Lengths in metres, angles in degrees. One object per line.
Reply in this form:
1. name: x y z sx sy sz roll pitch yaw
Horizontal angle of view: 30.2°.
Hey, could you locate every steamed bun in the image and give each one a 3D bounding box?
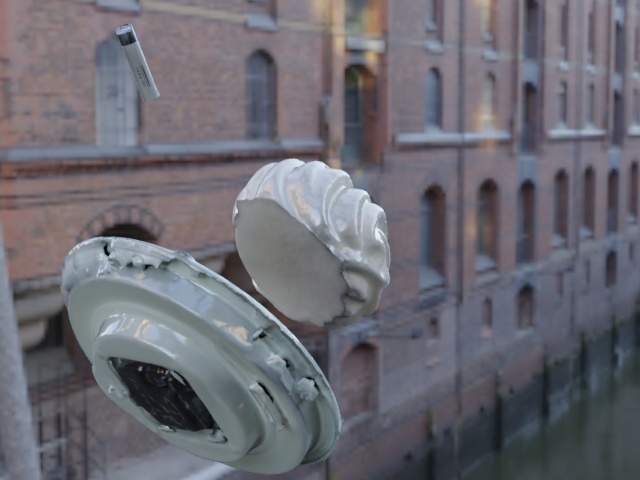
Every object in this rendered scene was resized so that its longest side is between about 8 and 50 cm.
1. steamed bun: 0.000 0.000 1.181 0.182 0.183 0.106 5 37 43

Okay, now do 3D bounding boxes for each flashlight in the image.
1. flashlight: -0.190 -0.184 1.233 0.018 0.083 0.018 -19 37 -1

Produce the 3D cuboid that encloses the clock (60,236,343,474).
1. clock: -0.096 0.096 0.839 0.236 0.236 0.053 5 47 38
